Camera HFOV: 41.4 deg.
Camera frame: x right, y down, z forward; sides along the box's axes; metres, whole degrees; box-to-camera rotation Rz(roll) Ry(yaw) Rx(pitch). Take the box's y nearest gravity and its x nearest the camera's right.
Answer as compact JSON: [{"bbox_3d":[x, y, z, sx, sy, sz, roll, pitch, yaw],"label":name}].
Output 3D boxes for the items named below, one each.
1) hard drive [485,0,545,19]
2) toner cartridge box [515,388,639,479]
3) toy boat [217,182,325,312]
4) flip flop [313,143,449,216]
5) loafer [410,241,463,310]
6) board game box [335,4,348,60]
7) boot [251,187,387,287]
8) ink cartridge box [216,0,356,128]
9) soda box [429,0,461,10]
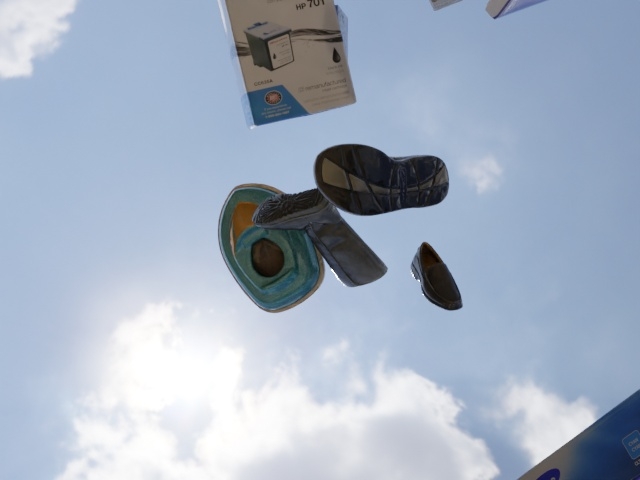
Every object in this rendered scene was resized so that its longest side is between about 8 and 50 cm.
[{"bbox_3d":[0.505,-0.588,1.806,0.040,0.318,0.210,51,-41,13],"label":"hard drive"},{"bbox_3d":[0.366,0.216,0.912,0.348,0.165,0.075,-52,-132,36],"label":"toner cartridge box"},{"bbox_3d":[-0.057,-0.031,1.620,0.318,0.148,0.267,-37,-104,13],"label":"toy boat"},{"bbox_3d":[0.095,-0.099,1.363,0.080,0.277,0.112,9,-80,49],"label":"flip flop"},{"bbox_3d":[0.217,0.068,1.586,0.062,0.061,0.170,-9,-145,-20],"label":"loafer"},{"bbox_3d":[0.027,-0.310,1.312,0.020,0.090,0.090,0,-88,12],"label":"board game box"},{"bbox_3d":[-0.002,0.002,1.539,0.189,0.208,0.076,-5,-130,39],"label":"boot"},{"bbox_3d":[-0.046,-0.252,1.091,0.139,0.082,0.191,-15,-82,-9],"label":"ink cartridge box"},{"bbox_3d":[0.230,-0.367,1.068,0.216,0.069,0.074,-12,-150,40],"label":"soda box"}]
